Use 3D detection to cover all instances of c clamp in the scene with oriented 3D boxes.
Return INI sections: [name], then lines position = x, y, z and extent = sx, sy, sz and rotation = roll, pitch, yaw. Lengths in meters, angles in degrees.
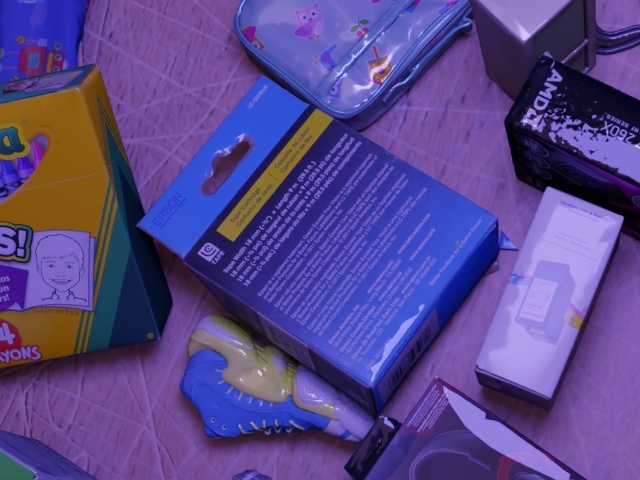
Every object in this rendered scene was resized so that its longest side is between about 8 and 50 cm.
[c clamp]
position = 0.360, -0.287, 1.697
extent = 0.137, 0.022, 0.160
rotation = -22, 76, 11

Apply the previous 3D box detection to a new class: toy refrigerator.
[toy refrigerator]
position = 0.239, -0.228, 1.576
extent = 0.102, 0.269, 0.094
rotation = -43, 74, -1

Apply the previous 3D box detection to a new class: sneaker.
[sneaker]
position = -0.058, 0.189, 1.651
extent = 0.240, 0.091, 0.126
rotation = 32, 104, 16

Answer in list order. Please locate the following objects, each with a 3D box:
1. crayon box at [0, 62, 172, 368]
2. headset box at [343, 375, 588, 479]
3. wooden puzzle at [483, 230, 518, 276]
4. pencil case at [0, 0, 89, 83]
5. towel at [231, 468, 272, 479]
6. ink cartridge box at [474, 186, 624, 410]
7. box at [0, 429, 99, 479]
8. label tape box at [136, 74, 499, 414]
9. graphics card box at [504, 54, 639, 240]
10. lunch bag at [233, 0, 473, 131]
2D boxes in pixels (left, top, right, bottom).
[crayon box]
position = -0.389, -0.011, 1.651
extent = 0.363, 0.106, 0.313
rotation = -11, 115, 9
[headset box]
position = 0.163, 0.302, 1.556
extent = 0.293, 0.110, 0.218
rotation = 35, 87, 16
[wooden puzzle]
position = 0.162, 0.014, 1.670
extent = 0.116, 0.014, 0.078
rotation = -31, 74, 3
[pencil case]
position = -0.346, -0.200, 1.765
extent = 0.119, 0.133, 0.306
rotation = 6, 79, -12
[towel]
position = -0.012, 0.370, 1.499
extent = 0.235, 0.283, 0.121
rotation = 29, 61, 12
[ink cartridge box]
position = 0.248, 0.069, 1.568
extent = 0.093, 0.154, 0.212
rotation = 23, 82, 14
[box]
position = -0.379, 0.348, 1.590
extent = 0.127, 0.231, 0.262
rotation = 31, 85, 17
[label tape box]
position = 0.000, 0.000, 1.636
extent = 0.334, 0.106, 0.240
rotation = 33, 75, 20
[graphics card box]
position = 0.380, -0.050, 1.528
extent = 0.371, 0.233, 0.094
rotation = 30, 85, 15
[lunch bag]
position = 0.055, -0.281, 1.708
extent = 0.224, 0.108, 0.279
rotation = 41, 88, 17
